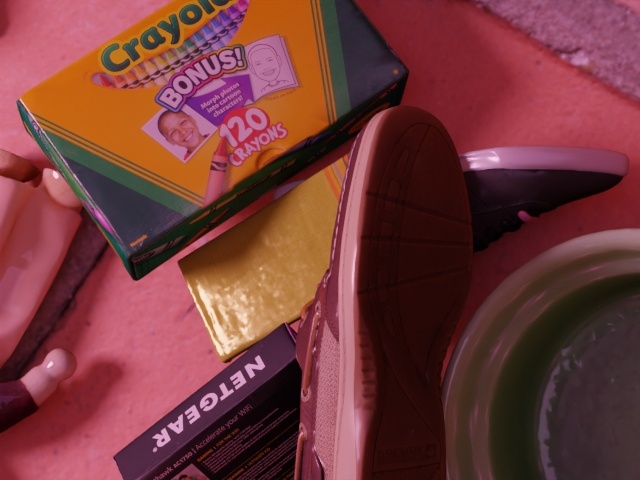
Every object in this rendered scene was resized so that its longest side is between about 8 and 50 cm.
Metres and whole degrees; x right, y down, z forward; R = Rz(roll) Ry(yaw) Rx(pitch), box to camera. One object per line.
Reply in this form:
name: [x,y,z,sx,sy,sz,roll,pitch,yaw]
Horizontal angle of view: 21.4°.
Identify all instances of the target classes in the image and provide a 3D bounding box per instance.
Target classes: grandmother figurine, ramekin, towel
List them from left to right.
grandmother figurine: [-0.316,0.090,1.447,0.207,0.104,0.342,19,84,22]
towel: [0.000,0.000,1.354,0.237,0.021,0.102,-32,66,16]
ramekin: [0.253,0.147,1.271,0.303,0.148,0.304,-2,85,25]

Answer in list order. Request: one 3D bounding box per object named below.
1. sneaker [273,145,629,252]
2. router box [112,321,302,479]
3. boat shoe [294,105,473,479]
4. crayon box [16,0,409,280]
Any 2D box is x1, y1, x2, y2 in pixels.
sneaker: [0.111,0.007,1.373,0.295,0.104,0.147,-9,82,17]
router box: [-0.056,0.166,1.368,0.179,0.133,0.046,-38,40,3]
boat shoe: [0.028,0.071,1.261,0.123,0.123,0.342,2,90,47]
crayon box: [-0.087,-0.114,1.401,0.278,0.081,0.165,-34,78,-12]
